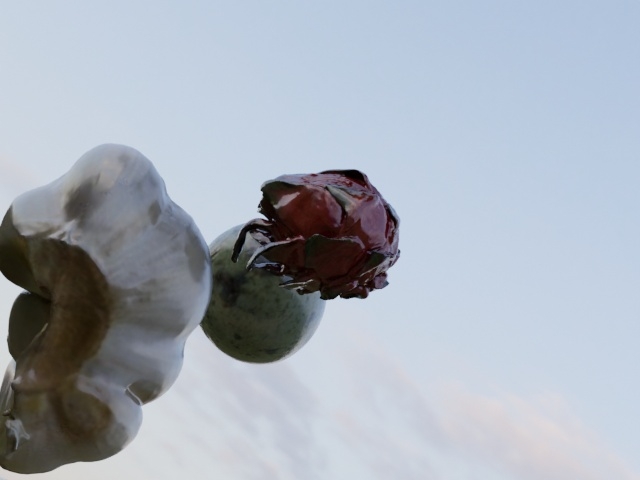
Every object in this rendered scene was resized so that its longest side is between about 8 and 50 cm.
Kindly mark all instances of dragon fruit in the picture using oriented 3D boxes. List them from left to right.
[{"bbox_3d":[0.003,-0.006,1.080,0.142,0.121,0.130,20,-13,-3],"label":"dragon fruit"}]

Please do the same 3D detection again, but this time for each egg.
[{"bbox_3d":[-0.064,0.058,1.276,0.141,0.141,0.181,35,-28,16],"label":"egg"}]

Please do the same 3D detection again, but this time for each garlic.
[{"bbox_3d":[-0.189,0.056,1.060,0.185,0.281,0.203,1,7,-20],"label":"garlic"}]

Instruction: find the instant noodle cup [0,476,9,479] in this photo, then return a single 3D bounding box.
[{"bbox_3d":[-0.419,0.352,1.407,0.217,0.217,0.207,21,-7,43],"label":"instant noodle cup"}]
